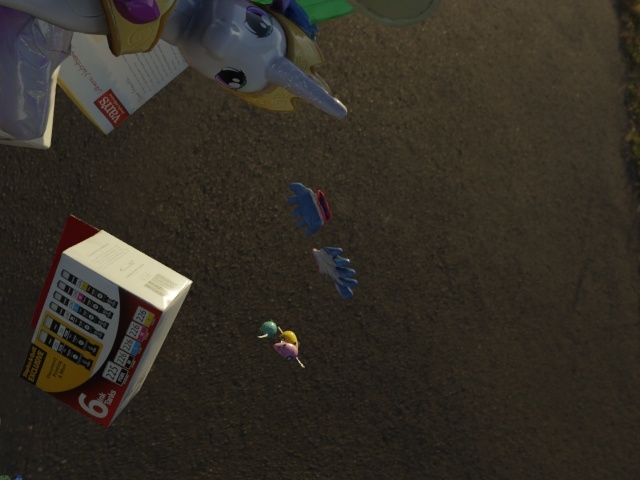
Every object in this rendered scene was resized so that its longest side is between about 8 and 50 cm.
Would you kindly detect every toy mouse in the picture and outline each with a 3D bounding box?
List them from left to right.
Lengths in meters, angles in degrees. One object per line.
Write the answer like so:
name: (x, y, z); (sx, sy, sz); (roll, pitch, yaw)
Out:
toy mouse: (-0.094, 0.229, 1.288); (0.143, 0.031, 0.161); (34, 10, -49)

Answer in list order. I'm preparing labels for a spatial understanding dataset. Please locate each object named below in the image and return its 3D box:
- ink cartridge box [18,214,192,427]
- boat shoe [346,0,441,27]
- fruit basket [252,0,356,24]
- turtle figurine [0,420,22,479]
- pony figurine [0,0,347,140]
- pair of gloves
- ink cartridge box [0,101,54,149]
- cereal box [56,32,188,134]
ink cartridge box: (-0.440, 0.152, 1.050); (0.272, 0.309, 0.130); (30, 23, 0)
boat shoe: (0.013, -0.339, 0.445); (0.340, 0.127, 0.113); (43, 38, -37)
fruit basket: (-0.142, -0.459, 1.089); (0.392, 0.392, 0.283); (-27, 57, -37)
turtle figurine: (-0.609, 0.322, 0.842); (0.266, 0.274, 0.197); (10, 73, 18)
pony figurine: (-0.181, -0.177, 0.316); (0.351, 0.302, 0.363); (35, 17, 23)
pair of gloves: (0.000, 0.000, 0.881); (0.023, 0.159, 0.198); (-24, 100, -16)
ink cartridge box: (-0.500, -0.270, 0.832); (0.131, 0.306, 0.226); (7, 91, -12)
cereal box: (-0.185, -0.244, 0.581); (0.047, 0.173, 0.240); (41, 77, 19)
